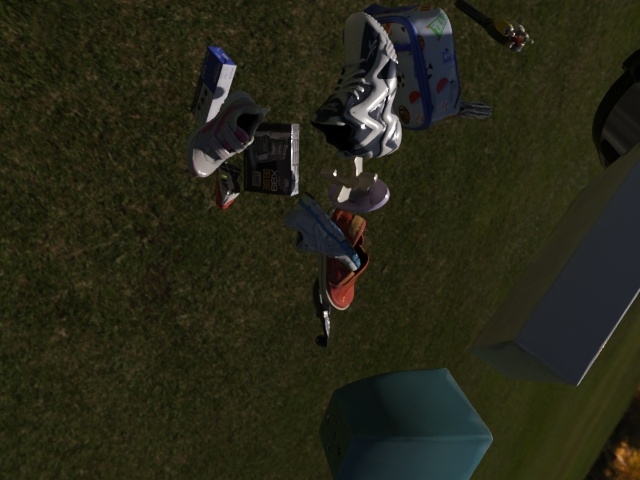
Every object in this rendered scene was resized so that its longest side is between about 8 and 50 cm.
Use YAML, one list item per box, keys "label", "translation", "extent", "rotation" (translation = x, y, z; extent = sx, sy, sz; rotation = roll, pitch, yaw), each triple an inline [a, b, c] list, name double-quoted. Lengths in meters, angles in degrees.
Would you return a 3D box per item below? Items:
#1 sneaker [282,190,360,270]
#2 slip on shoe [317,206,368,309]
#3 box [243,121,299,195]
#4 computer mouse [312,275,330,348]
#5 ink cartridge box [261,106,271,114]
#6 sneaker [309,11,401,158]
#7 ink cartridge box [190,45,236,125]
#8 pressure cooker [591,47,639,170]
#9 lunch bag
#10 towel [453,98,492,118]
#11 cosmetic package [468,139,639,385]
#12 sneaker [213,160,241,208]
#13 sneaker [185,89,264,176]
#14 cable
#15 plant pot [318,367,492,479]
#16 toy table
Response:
- label: "sneaker"
  translation: [0.000, 0.000, 0.848]
  extent: [0.083, 0.071, 0.190]
  rotation: [-39, 121, 4]
- label: "slip on shoe"
  translation: [0.058, 0.058, 1.078]
  extent: [0.331, 0.101, 0.123]
  rotation: [85, 23, -49]
- label: "box"
  translation: [-0.217, -0.360, 2.054]
  extent: [0.076, 0.242, 0.307]
  rotation: [-30, 125, -62]
- label: "computer mouse"
  translation: [0.001, 0.200, 1.416]
  extent: [0.184, 0.060, 0.262]
  rotation: [77, 16, -82]
- label: "ink cartridge box"
  translation: [-0.259, -0.396, 1.634]
  extent: [0.045, 0.179, 0.145]
  rotation: [56, 51, -39]
- label: "sneaker"
  translation: [0.045, -0.242, 0.763]
  extent: [0.153, 0.094, 0.235]
  rotation: [-25, 117, -37]
- label: "ink cartridge box"
  translation: [-0.309, -0.430, 1.334]
  extent: [0.046, 0.097, 0.207]
  rotation: [-12, 143, -42]
- label: "pressure cooker"
  translation: [0.853, -0.245, 1.058]
  extent: [0.376, 0.420, 0.369]
  rotation: [-5, 136, -4]
- label: "lunch bag"
  translation: [0.156, -0.365, 0.980]
  extent: [0.115, 0.303, 0.243]
  rotation: [-29, 120, -13]
- label: "towel"
  translation: [0.269, -0.331, 1.183]
  extent: [0.187, 0.282, 0.049]
  rotation: [-15, 110, -50]
- label: "cosmetic package"
  translation: [0.394, 0.038, 0.715]
  extent: [0.377, 0.097, 0.284]
  rotation: [-52, 168, -8]
- label: "sneaker"
  translation: [-0.393, -0.231, 1.896]
  extent: [0.107, 0.279, 0.118]
  rotation: [24, 120, -23]
- label: "sneaker"
  translation: [-0.237, -0.260, 1.169]
  extent: [0.252, 0.111, 0.103]
  rotation: [-54, 137, -2]
- label: "cable"
  translation: [0.529, -0.664, 1.419]
  extent: [0.139, 0.287, 0.072]
  rotation: [2, 138, -37]
- label: "plant pot"
  translation: [0.129, 0.335, 0.815]
  extent: [0.234, 0.165, 0.165]
  rotation: [8, 116, -21]
- label: "toy table"
  translation: [0.130, -0.226, 1.909]
  extent: [0.161, 0.274, 0.252]
  rotation: [51, 45, -50]
